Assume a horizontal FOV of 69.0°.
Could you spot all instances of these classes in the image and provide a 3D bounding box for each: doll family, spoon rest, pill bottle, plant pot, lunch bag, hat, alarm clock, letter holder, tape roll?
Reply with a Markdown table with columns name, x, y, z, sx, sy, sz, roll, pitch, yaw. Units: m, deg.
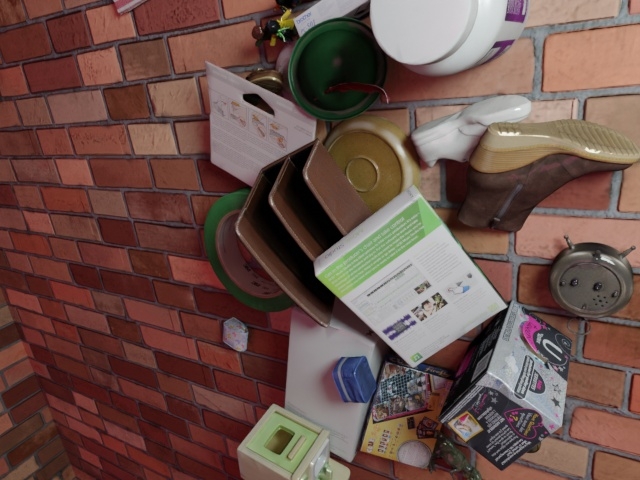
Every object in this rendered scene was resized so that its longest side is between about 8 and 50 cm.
| name | x | y | z | sx | sy | sz | roll | pitch | yaw |
| --- | --- | --- | --- | --- | --- | --- | --- | --- | --- |
| doll family | -0.060 | -0.439 | 0.888 | 0.076 | 0.111 | 0.193 | 44 | 127 | 8 |
| spoon rest | 0.011 | -0.327 | 0.929 | 0.276 | 0.084 | 0.138 | 21 | 121 | 39 |
| pill bottle | 0.187 | -0.325 | 0.661 | 0.169 | 0.301 | 0.170 | 13 | 118 | 27 |
| plant pot | 0.093 | -0.142 | 0.978 | 0.236 | 0.032 | 0.237 | 13 | 117 | 27 |
| lunch bag | 0.069 | 0.294 | 0.980 | 0.065 | 0.067 | 0.099 | -9 | 108 | 33 |
| hat | 0.013 | -0.281 | 0.736 | 0.208 | 0.183 | 0.173 | -5 | 101 | 20 |
| lunch bag | -0.245 | 0.279 | 1.375 | 0.083 | 0.053 | 0.071 | 25 | 121 | 32 |
| alarm clock | 0.473 | 0.090 | 0.825 | 0.129 | 0.064 | 0.192 | 11 | 120 | 28 |
| letter holder | 0.000 | 0.000 | 0.913 | 0.151 | 0.215 | 0.302 | -21 | 123 | 31 |
| tape roll | -0.151 | 0.023 | 1.181 | 0.320 | 0.077 | 0.322 | 14 | 118 | 28 |

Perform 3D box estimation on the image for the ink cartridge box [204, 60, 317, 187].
| name | x | y | z | sx | sy | sz | roll | pitch | yaw |
| --- | --- | --- | --- | --- | --- | --- | --- | --- | --- |
| ink cartridge box | -0.119 | -0.223 | 1.012 | 0.296 | 0.066 | 0.261 | 31 | 138 | 21 |

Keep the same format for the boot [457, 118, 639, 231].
| name | x | y | z | sx | sy | sz | roll | pitch | yaw |
| --- | --- | --- | --- | --- | --- | --- | --- | --- | --- |
| boot | 0.374 | -0.099 | 0.797 | 0.248 | 0.090 | 0.207 | 8 | 137 | 8 |

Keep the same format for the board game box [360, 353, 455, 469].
| name | x | y | z | sx | sy | sz | roll | pitch | yaw |
| --- | --- | --- | --- | --- | --- | --- | --- | --- | --- |
| board game box | 0.200 | 0.399 | 1.083 | 0.164 | 0.042 | 0.244 | 15 | 105 | 4 |

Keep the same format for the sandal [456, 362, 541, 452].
| name | x | y | z | sx | sy | sz | roll | pitch | yaw |
| --- | --- | --- | --- | --- | --- | --- | --- | --- | --- |
| sandal | 0.381 | 0.346 | 0.994 | 0.219 | 0.060 | 0.090 | 43 | 145 | 24 |

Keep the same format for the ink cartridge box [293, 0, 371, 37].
| name | x | y | z | sx | sy | sz | roll | pitch | yaw |
| --- | --- | --- | --- | --- | --- | --- | --- | --- | --- |
| ink cartridge box | 0.060 | -0.423 | 0.828 | 0.206 | 0.097 | 0.046 | -16 | 102 | 36 |

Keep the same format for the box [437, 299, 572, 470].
| name | x | y | z | sx | sy | sz | roll | pitch | yaw |
| --- | --- | --- | --- | --- | --- | --- | --- | --- | --- |
| box | 0.348 | 0.255 | 0.859 | 0.142 | 0.247 | 0.164 | 36 | 126 | 12 |

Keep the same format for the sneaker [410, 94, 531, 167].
| name | x | y | z | sx | sy | sz | roll | pitch | yaw |
| --- | --- | --- | --- | --- | --- | --- | --- | --- | --- |
| sneaker | 0.272 | -0.186 | 0.827 | 0.212 | 0.080 | 0.094 | -11 | 118 | 41 |

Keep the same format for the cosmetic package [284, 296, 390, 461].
| name | x | y | z | sx | sy | sz | roll | pitch | yaw |
| --- | --- | --- | --- | --- | --- | --- | --- | --- | --- |
| cosmetic package | 0.040 | 0.322 | 1.150 | 0.217 | 0.156 | 0.386 | 21 | 120 | 23 |

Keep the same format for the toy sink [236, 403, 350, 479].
| name | x | y | z | sx | sy | sz | roll | pitch | yaw |
| --- | --- | --- | --- | --- | --- | --- | --- | --- | --- |
| toy sink | -0.058 | 0.524 | 1.111 | 0.234 | 0.153 | 0.131 | 19 | 127 | 25 |

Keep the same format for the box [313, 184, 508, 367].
| name | x | y | z | sx | sy | sz | roll | pitch | yaw |
| --- | --- | --- | --- | --- | --- | --- | --- | --- | --- |
| box | 0.174 | 0.081 | 0.878 | 0.232 | 0.059 | 0.322 | -37 | 119 | 14 |

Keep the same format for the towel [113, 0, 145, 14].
| name | x | y | z | sx | sy | sz | roll | pitch | yaw |
| --- | --- | --- | --- | --- | --- | --- | --- | --- | --- |
| towel | -0.465 | -0.660 | 1.103 | 0.144 | 0.029 | 0.197 | -5 | 111 | 34 |

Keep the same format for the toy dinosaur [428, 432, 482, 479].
| name | x | y | z | sx | sy | sz | roll | pitch | yaw |
| --- | --- | --- | --- | --- | --- | --- | --- | --- | --- |
| toy dinosaur | 0.281 | 0.513 | 1.144 | 0.268 | 0.064 | 0.118 | 50 | 123 | 9 |

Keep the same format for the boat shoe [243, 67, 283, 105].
| name | x | y | z | sx | sy | sz | roll | pitch | yaw |
| --- | --- | --- | --- | --- | --- | --- | --- | --- | --- |
| boat shoe | -0.128 | -0.333 | 0.980 | 0.178 | 0.064 | 0.060 | 7 | 81 | 60 |
